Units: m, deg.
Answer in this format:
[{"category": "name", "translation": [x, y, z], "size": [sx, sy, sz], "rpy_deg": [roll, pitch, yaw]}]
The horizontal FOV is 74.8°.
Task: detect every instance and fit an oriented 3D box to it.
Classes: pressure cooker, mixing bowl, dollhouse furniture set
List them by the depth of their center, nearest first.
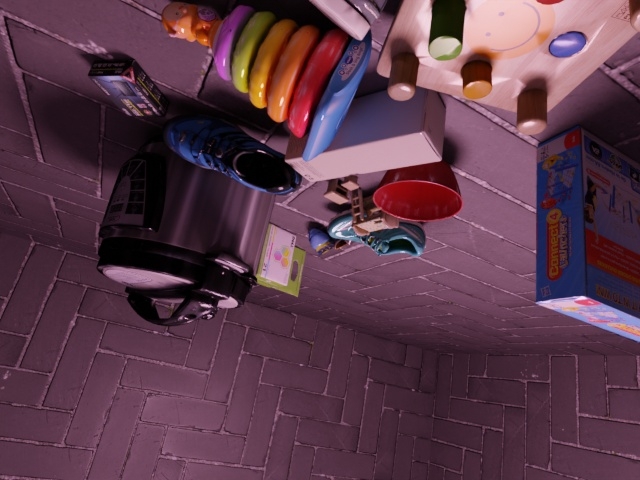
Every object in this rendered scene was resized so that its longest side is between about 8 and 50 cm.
[{"category": "mixing bowl", "translation": [0.208, -0.121, 0.878], "size": [0.182, 0.098, 0.181], "rpy_deg": [11, 160, 4]}, {"category": "dollhouse furniture set", "translation": [0.122, -0.092, 0.998], "size": [0.161, 0.101, 0.182], "rpy_deg": [24, 157, -31]}, {"category": "pressure cooker", "translation": [-0.317, 0.000, 1.021], "size": [0.376, 0.420, 0.370], "rpy_deg": [13, 161, -2]}]

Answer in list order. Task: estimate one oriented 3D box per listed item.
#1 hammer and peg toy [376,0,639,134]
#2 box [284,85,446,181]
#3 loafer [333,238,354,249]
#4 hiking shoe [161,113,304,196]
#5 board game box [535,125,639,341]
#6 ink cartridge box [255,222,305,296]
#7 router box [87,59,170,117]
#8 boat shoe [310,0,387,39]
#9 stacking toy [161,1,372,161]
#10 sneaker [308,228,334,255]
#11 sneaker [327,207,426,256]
[{"category": "hammer and peg toy", "translation": [0.232, -0.265, 0.429], "size": [0.266, 0.127, 0.361], "rpy_deg": [13, 160, -6]}, {"category": "box", "translation": [0.075, -0.188, 0.753], "size": [0.275, 0.113, 0.094], "rpy_deg": [-2, 157, 35]}, {"category": "loafer", "translation": [0.098, -0.013, 1.284], "size": [0.062, 0.061, 0.170], "rpy_deg": [22, 157, -23]}, {"category": "hiking shoe", "translation": [-0.174, -0.179, 0.833], "size": [0.304, 0.113, 0.132], "rpy_deg": [20, -174, -3]}, {"category": "board game box", "translation": [0.520, 0.000, 0.741], "size": [0.309, 0.301, 0.086], "rpy_deg": [20, 158, -22]}, {"category": "ink cartridge box", "translation": [-0.130, 0.073, 1.460], "size": [0.255, 0.188, 0.097], "rpy_deg": [26, 154, -38]}, {"category": "router box", "translation": [-0.368, -0.291, 0.813], "size": [0.092, 0.038, 0.122], "rpy_deg": [6, 160, 16]}, {"category": "boat shoe", "translation": [-0.041, -0.354, 0.431], "size": [0.320, 0.116, 0.099], "rpy_deg": [32, 109, -31]}, {"category": "stacking toy", "translation": [-0.091, -0.269, 0.609], "size": [0.302, 0.175, 0.165], "rpy_deg": [27, 159, -2]}, {"category": "sneaker", "translation": [0.000, 0.000, 1.395], "size": [0.069, 0.082, 0.209], "rpy_deg": [-33, 171, 1]}, {"category": "sneaker", "translation": [0.155, -0.017, 1.148], "size": [0.276, 0.109, 0.107], "rpy_deg": [7, 137, 3]}]
